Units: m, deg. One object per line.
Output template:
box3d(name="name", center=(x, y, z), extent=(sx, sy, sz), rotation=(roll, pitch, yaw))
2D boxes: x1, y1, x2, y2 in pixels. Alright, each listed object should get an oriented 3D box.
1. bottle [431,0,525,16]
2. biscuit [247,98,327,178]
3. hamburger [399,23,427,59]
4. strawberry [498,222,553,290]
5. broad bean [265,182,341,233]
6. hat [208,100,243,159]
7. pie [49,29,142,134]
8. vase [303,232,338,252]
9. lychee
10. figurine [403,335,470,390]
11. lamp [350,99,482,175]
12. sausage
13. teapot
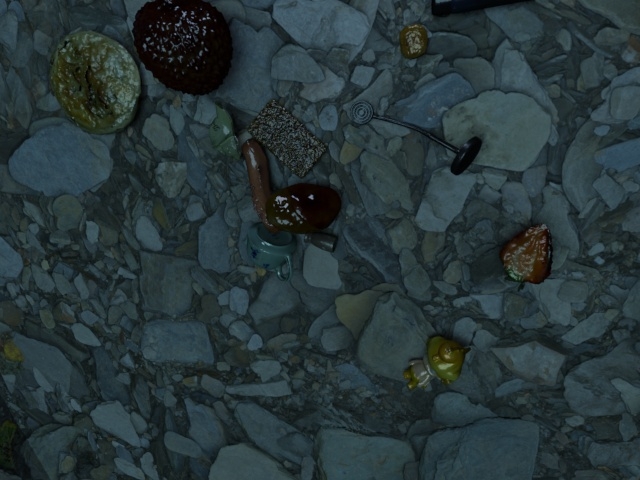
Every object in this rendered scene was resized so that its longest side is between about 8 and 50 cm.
box3d(name="bottle", center=(0.397, -0.604, 1.100), extent=(0.244, 0.082, 0.072), rotation=(-2, 63, 15))
box3d(name="biscuit", center=(-0.101, -0.304, 1.343), extent=(0.231, 0.025, 0.131), rotation=(41, 99, -1))
box3d(name="hamburger", center=(0.245, -0.522, 1.181), extent=(0.076, 0.044, 0.083), rotation=(-13, 101, 18))
box3d(name="strawberry", center=(0.580, 0.042, 1.257), extent=(0.140, 0.085, 0.192), rotation=(-5, 104, 35))
box3d(name="broad bean", center=(-0.048, -0.097, 1.323), extent=(0.228, 0.122, 0.156), rotation=(-4, 79, -22))
box3d(name="hat", center=(-0.293, -0.329, 1.353), extent=(0.081, 0.122, 0.166), rotation=(-21, 139, -19))
box3d(name="pie", center=(-0.723, -0.496, 1.432), extent=(0.339, 0.077, 0.339), rotation=(5, 109, 13))
box3d(name="vase", center=(0.000, 0.000, 1.417), extent=(0.100, 0.053, 0.053), rotation=(17, 112, 13))
box3d(name="lychee", center=(-0.373, -0.543, 1.224), extent=(0.264, 0.264, 0.300), rotation=(-1, 132, 15))
box3d(name="figurine", center=(0.365, 0.394, 1.422), extent=(0.246, 0.131, 0.156), rotation=(-43, 53, 38))
box3d(name="lamp", center=(0.252, -0.298, 1.218), extent=(0.371, 0.108, 0.130), rotation=(30, 114, 4))
box3d(name="sausage", center=(-0.180, -0.164, 1.372), extent=(0.078, 0.078, 0.304), rotation=(-13, 90, 19))
box3d(name="teapot", center=(-0.163, 0.035, 1.425), extent=(0.232, 0.159, 0.159), rotation=(43, 116, 26))
